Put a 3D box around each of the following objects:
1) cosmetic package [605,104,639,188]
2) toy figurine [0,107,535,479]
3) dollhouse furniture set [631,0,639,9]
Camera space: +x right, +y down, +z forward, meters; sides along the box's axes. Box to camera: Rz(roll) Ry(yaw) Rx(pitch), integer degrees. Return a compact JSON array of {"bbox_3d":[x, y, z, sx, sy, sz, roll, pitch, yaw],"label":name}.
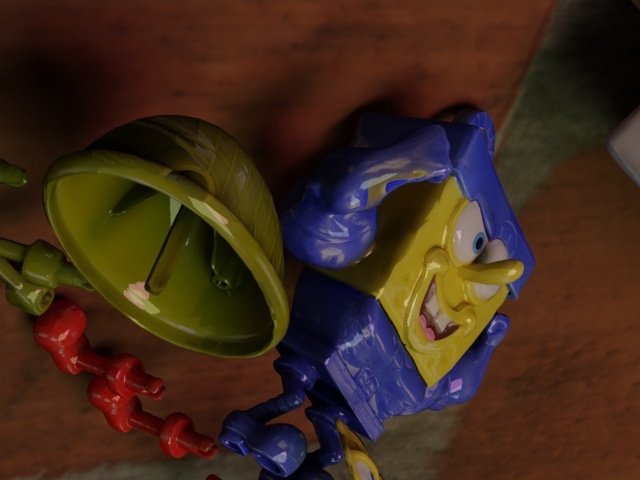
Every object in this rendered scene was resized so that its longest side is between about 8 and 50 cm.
[{"bbox_3d":[0.375,-0.126,0.836,0.453,0.161,0.230,-43,158,13],"label":"cosmetic package"},{"bbox_3d":[0.000,0.000,0.820,0.217,0.191,0.362,-54,139,-23],"label":"toy figurine"},{"bbox_3d":[0.134,-0.177,0.711,0.160,0.101,0.182,-7,134,-29],"label":"dollhouse furniture set"}]
